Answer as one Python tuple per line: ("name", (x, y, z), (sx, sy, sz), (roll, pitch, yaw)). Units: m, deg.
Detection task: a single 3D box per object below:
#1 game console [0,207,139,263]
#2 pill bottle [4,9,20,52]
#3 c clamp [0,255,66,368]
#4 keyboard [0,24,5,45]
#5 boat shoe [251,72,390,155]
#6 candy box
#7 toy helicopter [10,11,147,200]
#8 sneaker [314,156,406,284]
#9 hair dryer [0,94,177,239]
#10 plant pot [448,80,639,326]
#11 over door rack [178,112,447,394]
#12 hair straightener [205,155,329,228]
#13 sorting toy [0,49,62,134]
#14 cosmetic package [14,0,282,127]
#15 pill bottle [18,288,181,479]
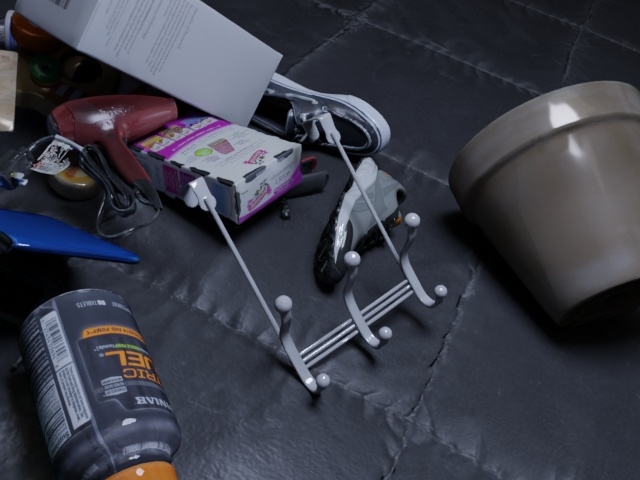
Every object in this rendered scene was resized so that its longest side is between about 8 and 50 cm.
("game console", (-0.405, 0.040, 0.823), (0.293, 0.173, 0.250), (15, 62, 47))
("pill bottle", (-0.501, -0.375, 1.288), (0.137, 0.078, 0.078), (3, 44, -14))
("c clamp", (-0.399, 0.075, 0.881), (0.160, 0.022, 0.137), (25, 42, 10))
("keyboard", (-0.706, -0.394, 1.292), (0.255, 0.014, 0.072), (3, 44, -15))
("boat shoe", (-0.026, -0.217, 1.252), (0.301, 0.108, 0.102), (27, 43, 15))
("candy box", (-0.166, -0.120, 1.089), (0.233, 0.071, 0.159), (21, 39, 30))
("toy helicopter", (-0.384, -0.211, 1.144), (0.234, 0.140, 0.355), (3, 54, -27))
("sneaker", (0.068, -0.029, 1.089), (0.107, 0.100, 0.272), (29, 44, 0))
("hair dryer", (-0.295, -0.121, 1.004), (0.223, 0.080, 0.294), (25, 49, -1))
("plant pot", (0.398, -0.033, 1.074), (0.322, 0.323, 0.281), (-6, 63, -24))
("over door rack", (0.000, 0.000, 0.920), (0.239, 0.108, 0.324), (-31, 86, -27))
("hair straightener", (-0.080, -0.073, 1.123), (0.230, 0.047, 0.089), (-18, 52, -32))
("sorting toy", (-0.521, -0.213, 1.014), (0.274, 0.046, 0.133), (1, 71, -20))
("cosmetic package", (-0.257, -0.325, 1.114), (0.197, 0.155, 0.365), (33, 10, 32))
("pill bottle", (-0.229, 0.180, 0.745), (0.130, 0.131, 0.246), (-12, 50, -28))
